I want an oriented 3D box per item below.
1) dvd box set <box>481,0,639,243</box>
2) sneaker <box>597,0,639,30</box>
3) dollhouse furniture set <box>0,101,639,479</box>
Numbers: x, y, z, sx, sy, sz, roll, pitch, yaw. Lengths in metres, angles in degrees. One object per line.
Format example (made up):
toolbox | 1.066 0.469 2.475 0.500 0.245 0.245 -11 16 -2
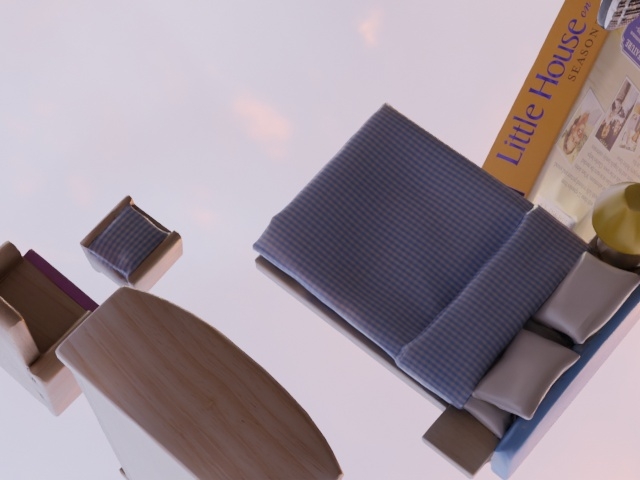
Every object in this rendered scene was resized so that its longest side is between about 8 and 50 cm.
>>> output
dvd box set | 0.284 -0.118 1.520 0.062 0.420 0.308 26 179 34
sneaker | 0.225 -0.206 1.194 0.040 0.109 0.044 -12 -141 -46
dollhouse furniture set | 0.000 0.000 0.857 0.286 0.198 0.303 39 -108 18
